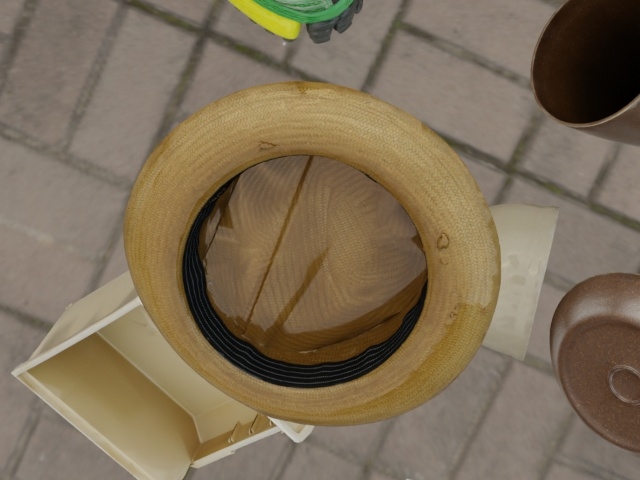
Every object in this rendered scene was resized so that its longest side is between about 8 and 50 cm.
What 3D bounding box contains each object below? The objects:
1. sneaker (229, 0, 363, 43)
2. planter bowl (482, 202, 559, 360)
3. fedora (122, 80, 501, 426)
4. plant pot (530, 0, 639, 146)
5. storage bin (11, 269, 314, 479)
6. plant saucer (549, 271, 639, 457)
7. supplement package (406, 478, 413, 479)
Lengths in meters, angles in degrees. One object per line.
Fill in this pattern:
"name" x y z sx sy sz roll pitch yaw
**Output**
"sneaker" -0.108 -0.317 1.145 0.344 0.146 0.134 30 73 12
"planter bowl" 0.173 0.032 1.324 0.109 0.162 0.162 13 98 9
"fedora" 0.000 0.000 0.634 0.194 0.079 0.194 8 122 13
"plant pot" 0.442 -0.213 1.767 0.230 0.215 0.215 25 99 -40
"storage bin" -0.164 0.155 1.484 0.260 0.123 0.262 45 134 -17
"plant saucer" 0.289 0.126 1.188 0.199 0.036 0.198 22 127 32
"supplement package" 0.098 0.261 0.633 0.203 0.149 0.194 23 108 -12
